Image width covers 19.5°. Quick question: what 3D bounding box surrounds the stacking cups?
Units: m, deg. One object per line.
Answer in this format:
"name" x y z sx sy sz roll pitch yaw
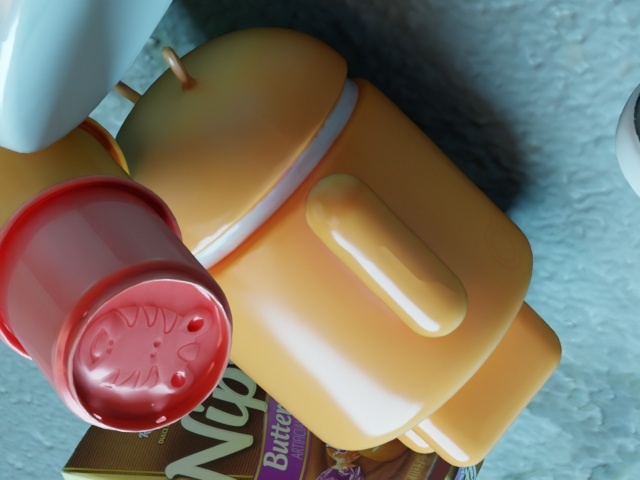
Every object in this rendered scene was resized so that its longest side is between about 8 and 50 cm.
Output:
"stacking cups" -0.130 -0.027 0.721 0.316 0.096 0.096 45 166 55

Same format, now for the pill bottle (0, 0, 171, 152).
"pill bottle" -0.228 -0.198 0.631 0.392 0.224 0.224 27 142 6

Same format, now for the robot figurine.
"robot figurine" -0.001 0.000 0.779 0.128 0.158 0.219 -38 108 26

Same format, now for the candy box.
"candy box" -0.021 0.107 0.924 0.187 0.109 0.053 7 136 28

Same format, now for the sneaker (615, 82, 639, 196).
"sneaker" 0.247 -0.015 0.609 0.296 0.104 0.147 28 148 11
